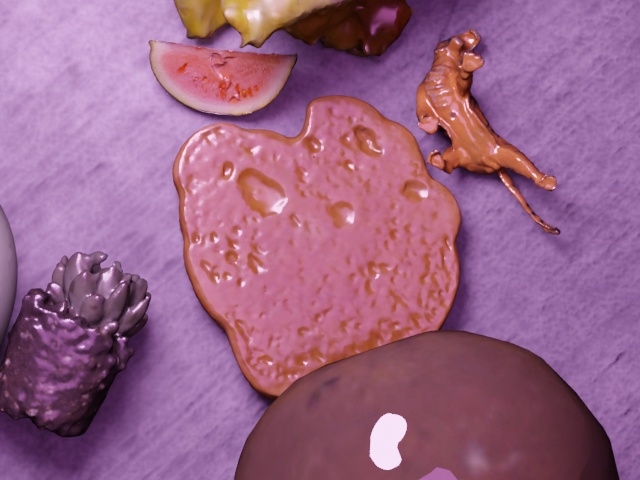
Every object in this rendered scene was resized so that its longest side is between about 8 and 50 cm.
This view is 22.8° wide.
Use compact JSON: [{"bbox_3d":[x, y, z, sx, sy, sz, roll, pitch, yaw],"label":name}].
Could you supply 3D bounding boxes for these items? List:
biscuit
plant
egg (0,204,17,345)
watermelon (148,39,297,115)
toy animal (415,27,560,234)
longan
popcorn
[{"bbox_3d":[0.000,0.000,1.767,0.312,0.057,0.351,-34,92,-11],"label":"biscuit"},{"bbox_3d":[-0.264,0.104,1.677,0.129,0.132,0.194,27,86,-9],"label":"plant"},{"bbox_3d":[-0.415,0.054,1.617,0.203,0.203,0.282,14,81,-8],"label":"egg"},{"bbox_3d":[-0.108,-0.194,1.764,0.163,0.087,0.069,7,39,0],"label":"watermelon"},{"bbox_3d":[0.186,-0.106,1.800,0.114,0.116,0.255,-30,96,12],"label":"toy animal"},{"bbox_3d":[0.108,0.272,1.619,0.405,0.404,0.336,-6,49,-10],"label":"longan"},{"bbox_3d":[-0.036,-0.337,1.697,0.321,0.326,0.290,-12,81,-54],"label":"popcorn"}]
